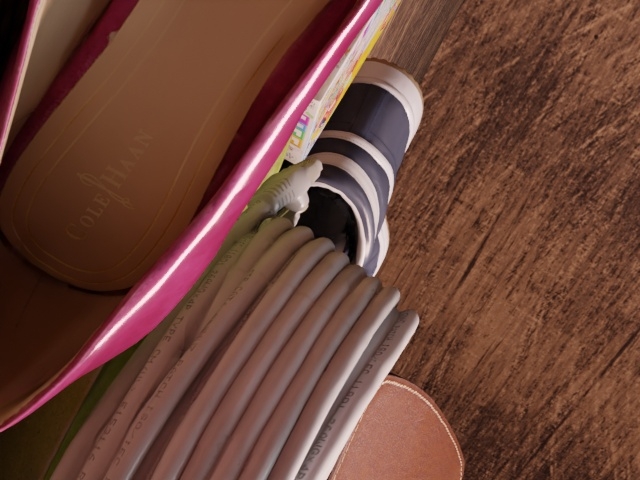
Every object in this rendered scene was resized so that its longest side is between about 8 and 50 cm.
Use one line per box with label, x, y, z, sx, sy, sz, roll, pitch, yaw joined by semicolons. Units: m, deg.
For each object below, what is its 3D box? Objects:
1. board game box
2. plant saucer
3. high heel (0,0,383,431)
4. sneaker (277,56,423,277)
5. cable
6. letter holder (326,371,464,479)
board game box;0.019;-0.131;0.870;0.154;0.026;0.103;-60;177;-19
plant saucer;-0.084;0.037;0.601;0.241;0.037;0.241;-60;176;-6
high heel;-0.027;-0.050;0.286;0.244;0.082;0.117;-44;-159;50
sneaker;0.000;0.000;1.114;0.282;0.099;0.153;106;7;-50
cable;-0.055;0.114;0.588;0.257;0.089;0.257;-62;177;27
letter holder;-0.033;0.169;0.860;0.214;0.152;0.302;-63;159;-10
